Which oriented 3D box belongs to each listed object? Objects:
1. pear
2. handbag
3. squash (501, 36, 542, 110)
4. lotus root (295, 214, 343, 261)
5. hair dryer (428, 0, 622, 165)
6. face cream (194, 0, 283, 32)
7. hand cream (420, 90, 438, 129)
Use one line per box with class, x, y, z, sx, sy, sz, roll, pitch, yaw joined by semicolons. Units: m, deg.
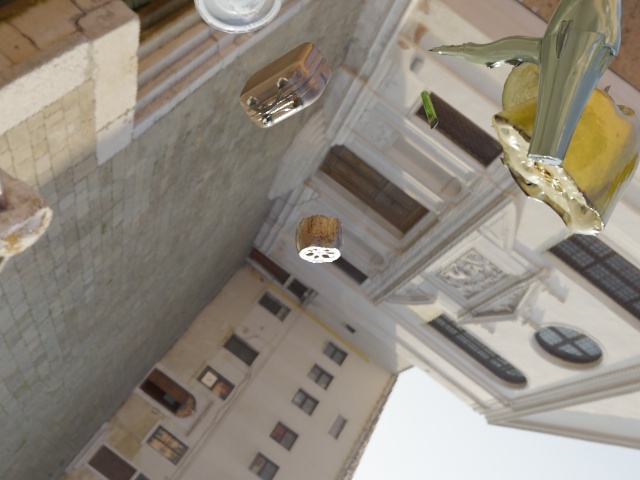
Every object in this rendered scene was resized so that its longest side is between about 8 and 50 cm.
pear;0.406;-0.142;0.774;0.178;0.267;0.267;-37;-177;12
handbag;-0.129;-0.488;1.638;0.302;0.149;0.283;-17;-144;32
squash;0.503;-0.358;1.119;0.219;0.041;0.219;-45;-142;50
lotus root;-0.001;0.001;1.206;0.112;0.122;0.081;118;-27;-58
hair dryer;0.266;-0.206;0.684;0.267;0.092;0.229;-8;-106;48
face cream;-0.167;-0.519;0.965;0.177;0.153;0.177;-13;158;-5
hand cream;0.315;-0.379;1.439;0.036;0.023;0.122;128;-43;-55
